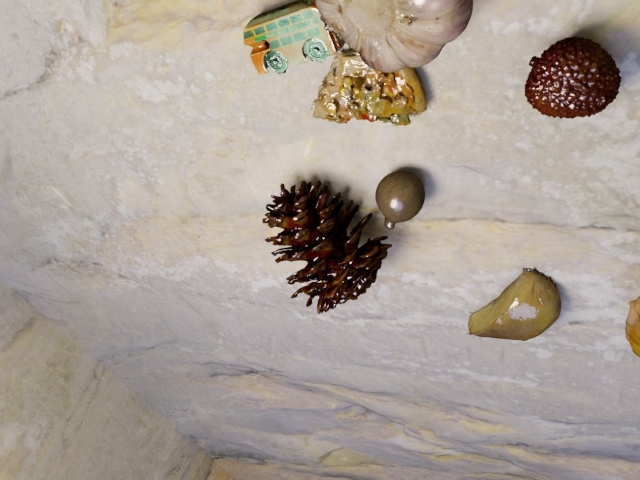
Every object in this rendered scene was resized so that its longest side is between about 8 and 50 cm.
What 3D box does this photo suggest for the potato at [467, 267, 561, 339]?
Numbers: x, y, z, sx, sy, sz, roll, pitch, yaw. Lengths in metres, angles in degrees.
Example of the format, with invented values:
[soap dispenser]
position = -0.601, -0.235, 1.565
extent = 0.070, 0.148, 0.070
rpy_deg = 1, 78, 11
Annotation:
[potato]
position = 0.445, 0.178, 1.240
extent = 0.138, 0.098, 0.243
rpy_deg = 26, 141, -4

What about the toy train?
[toy train]
position = -0.040, -0.347, 0.927
extent = 0.188, 0.072, 0.099
rpy_deg = -6, 126, 32

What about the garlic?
[garlic]
position = 0.107, -0.366, 0.774
extent = 0.245, 0.160, 0.245
rpy_deg = 30, 156, 15

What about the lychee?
[lychee]
position = 0.369, -0.236, 0.805
extent = 0.129, 0.123, 0.123
rpy_deg = 11, 138, 20

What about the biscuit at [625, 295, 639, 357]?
[biscuit]
position = 0.817, 0.173, 1.026
extent = 0.447, 0.103, 0.429
rpy_deg = 10, 151, 17

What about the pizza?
[pizza]
position = 0.070, -0.261, 0.967
extent = 0.227, 0.069, 0.147
rpy_deg = 4, 138, 22

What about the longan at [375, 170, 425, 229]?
[longan]
position = 0.154, -0.080, 1.091
extent = 0.106, 0.106, 0.119
rpy_deg = 21, 107, 5

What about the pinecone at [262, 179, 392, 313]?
[pinecone]
position = -0.003, 0.002, 1.174
extent = 0.292, 0.246, 0.246
rpy_deg = 52, 136, -2
